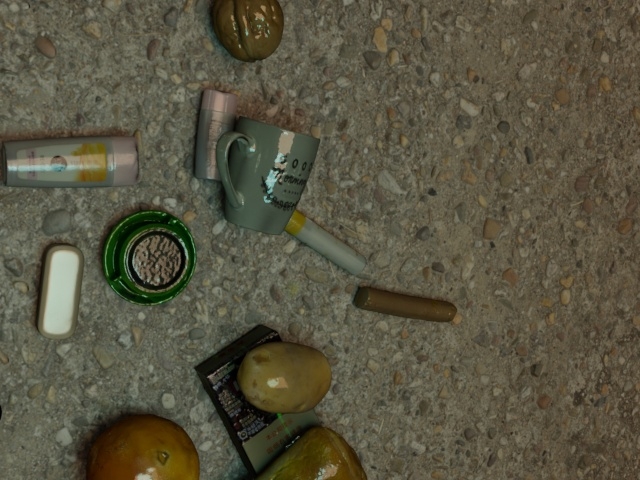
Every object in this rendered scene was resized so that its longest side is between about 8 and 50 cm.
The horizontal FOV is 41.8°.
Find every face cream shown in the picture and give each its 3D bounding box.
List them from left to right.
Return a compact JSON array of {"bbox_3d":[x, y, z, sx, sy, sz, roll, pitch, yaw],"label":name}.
[{"bbox_3d":[-0.504,-0.160,1.701,0.269,0.073,0.108,-4,106,-30],"label":"face cream"},{"bbox_3d":[-0.234,-0.232,1.850,0.084,0.057,0.199,8,90,-30],"label":"face cream"}]

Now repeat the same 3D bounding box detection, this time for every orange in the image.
[{"bbox_3d":[-0.374,0.487,1.765,0.239,0.240,0.240,-4,98,-28],"label":"orange"}]

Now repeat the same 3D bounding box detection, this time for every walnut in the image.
[{"bbox_3d":[-0.155,-0.471,1.820,0.166,0.149,0.167,1,109,3],"label":"walnut"}]

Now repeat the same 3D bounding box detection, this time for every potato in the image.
[{"bbox_3d":[-0.075,0.312,1.869,0.233,0.146,0.150,9,122,-30],"label":"potato"}]

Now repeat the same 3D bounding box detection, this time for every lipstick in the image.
[{"bbox_3d":[0.000,0.000,2.006,0.264,0.059,0.059,35,79,-28],"label":"lipstick"}]

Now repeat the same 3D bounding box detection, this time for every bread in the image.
[{"bbox_3d":[-0.025,0.633,1.968,0.337,0.148,0.328,-38,132,-17],"label":"bread"}]

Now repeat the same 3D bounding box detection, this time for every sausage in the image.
[{"bbox_3d":[0.224,0.167,2.146,0.301,0.065,0.066,14,89,-29],"label":"sausage"}]

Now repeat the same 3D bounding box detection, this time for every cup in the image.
[{"bbox_3d":[-0.142,-0.145,1.825,0.258,0.186,0.234,11,97,-53],"label":"cup"}]

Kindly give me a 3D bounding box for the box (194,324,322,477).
[{"bbox_3d":[-0.137,0.379,1.962,0.198,0.084,0.310,-32,111,-22],"label":"box"}]

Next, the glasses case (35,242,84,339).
[{"bbox_3d":[-0.538,0.104,1.726,0.083,0.050,0.197,8,92,-27],"label":"glasses case"}]

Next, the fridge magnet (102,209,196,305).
[{"bbox_3d":[-0.362,0.038,1.792,0.207,0.088,0.208,-4,98,-29],"label":"fridge magnet"}]

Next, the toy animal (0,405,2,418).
[{"bbox_3d":[-0.742,0.278,1.597,0.185,0.122,0.299,-24,100,-13],"label":"toy animal"}]
